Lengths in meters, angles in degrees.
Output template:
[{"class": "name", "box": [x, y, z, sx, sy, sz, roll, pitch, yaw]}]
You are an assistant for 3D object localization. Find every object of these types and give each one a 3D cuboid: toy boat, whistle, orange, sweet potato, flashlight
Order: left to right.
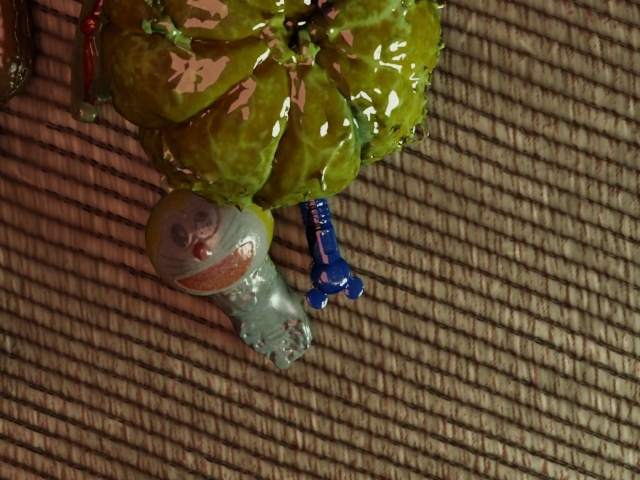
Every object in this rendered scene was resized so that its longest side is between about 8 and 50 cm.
[{"class": "sweet potato", "box": [-0.289, -0.240, 1.657, 0.081, 0.062, 0.233, 7, 97, -16]}, {"class": "toy boat", "box": [-0.184, -0.190, 1.650, 0.089, 0.071, 0.185, 6, 103, -39]}, {"class": "whistle", "box": [-0.079, 0.027, 1.659, 0.123, 0.123, 0.223, -30, 110, 9]}, {"class": "orange", "box": [-0.044, -0.182, 1.560, 0.301, 0.223, 0.300, -35, 111, -10]}, {"class": "flashlight", "box": [0.000, 0.000, 1.684, 0.057, 0.035, 0.121, -16, 94, -18]}]
